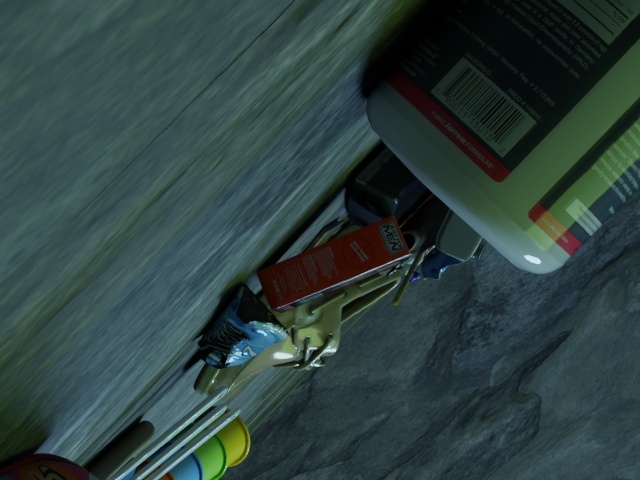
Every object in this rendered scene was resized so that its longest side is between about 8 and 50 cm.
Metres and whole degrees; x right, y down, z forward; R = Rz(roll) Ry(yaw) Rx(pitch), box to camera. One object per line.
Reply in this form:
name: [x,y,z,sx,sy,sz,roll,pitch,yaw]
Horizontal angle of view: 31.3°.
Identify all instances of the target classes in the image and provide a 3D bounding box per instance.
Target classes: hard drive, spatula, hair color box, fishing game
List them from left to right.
spatula: [-0.180,0.239,1.160,0.242,0.019,0.168,-38,163,-11]
hair color box: [0.014,0.024,1.100,0.141,0.043,0.072,-23,173,3]
hard drive: [0.102,-0.079,1.192,0.172,0.054,0.254,-45,173,-5]
fishing game: [0.181,-0.022,1.253,0.264,0.041,0.189,-45,-172,32]
hard drive: [0.200,-0.130,1.150,0.203,0.040,0.307,-67,173,30]

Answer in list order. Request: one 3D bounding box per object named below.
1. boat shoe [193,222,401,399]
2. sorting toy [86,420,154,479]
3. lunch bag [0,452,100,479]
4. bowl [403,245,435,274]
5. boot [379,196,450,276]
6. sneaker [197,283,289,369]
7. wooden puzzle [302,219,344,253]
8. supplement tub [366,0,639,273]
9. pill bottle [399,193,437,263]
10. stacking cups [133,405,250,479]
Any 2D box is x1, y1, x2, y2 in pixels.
boat shoe: [-0.017,0.091,1.272,0.302,0.098,0.109,-39,170,-42]
sorting toy: [-0.301,0.333,1.211,0.307,0.041,0.229,-41,172,-35]
lunch bag: [-0.143,0.279,0.811,0.120,0.293,0.258,-52,172,10]
bowl: [0.154,-0.037,1.651,0.170,0.080,0.170,-46,174,-6]
boot: [0.103,-0.006,1.221,0.118,0.042,0.087,-47,172,12]
sneaker: [-0.079,0.095,1.089,0.073,0.063,0.162,-41,172,-17]
wooden puzzle: [0.000,0.000,1.239,0.049,0.006,0.083,-49,172,27]
supplement tub: [0.184,-0.128,0.822,0.272,0.191,0.191,-47,173,8]
pill bottle: [0.143,-0.048,1.498,0.152,0.086,0.086,-45,173,-17]
stacking cups: [-0.201,0.321,1.519,0.096,0.096,0.316,-49,173,25]
